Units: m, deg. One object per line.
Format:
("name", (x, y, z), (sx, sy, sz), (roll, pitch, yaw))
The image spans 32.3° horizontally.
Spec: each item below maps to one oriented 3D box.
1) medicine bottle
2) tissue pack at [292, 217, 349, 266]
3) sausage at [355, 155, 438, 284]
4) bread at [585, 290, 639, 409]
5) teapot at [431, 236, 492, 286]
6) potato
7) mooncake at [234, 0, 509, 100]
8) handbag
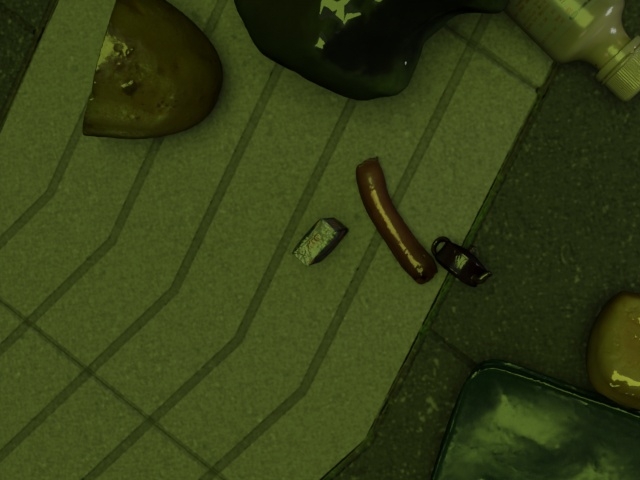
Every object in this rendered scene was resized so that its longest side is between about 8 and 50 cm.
("medicine bottle", (0.306, -0.277, 1.347), (0.114, 0.114, 0.252), (-44, 85, 9))
("tissue pack", (0.000, 0.000, 1.427), (0.035, 0.083, 0.063), (44, 99, 8))
("sausage", (0.095, -0.023, 1.430), (0.047, 0.040, 0.176), (-33, 83, 24))
("bread", (0.432, 0.149, 1.344), (0.217, 0.098, 0.147), (18, 74, 6))
("teapot", (0.179, 0.024, 1.407), (0.045, 0.068, 0.100), (-51, 50, 5))
("potato", (-0.204, -0.216, 1.423), (0.158, 0.178, 0.203), (13, 80, -7))
("mooncake", (0.063, -0.349, 1.309), (0.351, 0.187, 0.351), (-8, 78, 40))
("handbag", (0.308, 0.301, 1.382), (0.326, 0.089, 0.238), (20, 96, 8))
